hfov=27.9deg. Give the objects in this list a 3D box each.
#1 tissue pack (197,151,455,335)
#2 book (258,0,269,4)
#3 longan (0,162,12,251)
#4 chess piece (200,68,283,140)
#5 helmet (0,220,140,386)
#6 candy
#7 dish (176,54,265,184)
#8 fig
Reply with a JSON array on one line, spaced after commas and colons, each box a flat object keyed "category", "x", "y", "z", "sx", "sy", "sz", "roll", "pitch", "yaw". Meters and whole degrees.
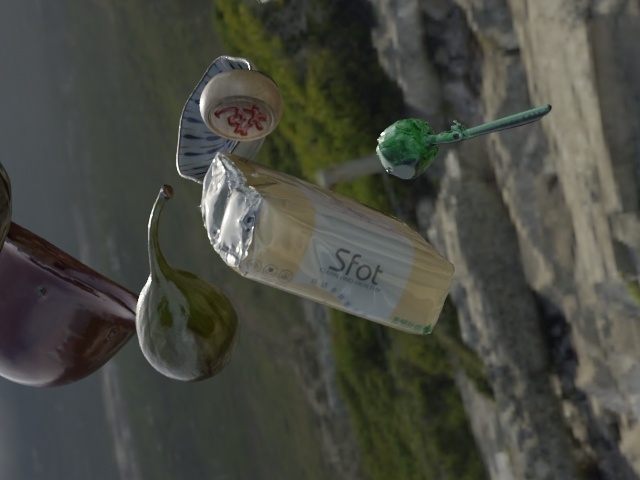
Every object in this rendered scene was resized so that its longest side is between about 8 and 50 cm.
[{"category": "tissue pack", "x": 0.000, "y": 0.000, "z": 1.251, "sx": 0.090, "sy": 0.222, "sz": 0.186, "roll": -64, "pitch": 23, "yaw": 10}, {"category": "book", "x": -0.118, "y": -0.366, "z": 1.303, "sx": 0.264, "sy": 0.027, "sz": 0.202, "roll": 53, "pitch": -167, "yaw": -13}, {"category": "longan", "x": -0.429, "y": -0.050, "z": 1.178, "sx": 0.243, "sy": 0.300, "sz": 0.300, "roll": -34, "pitch": 62, "yaw": 48}, {"category": "chess piece", "x": -0.079, "y": -0.136, "z": 1.298, "sx": 0.084, "sy": 0.083, "sz": 0.038, "roll": 98, "pitch": 171, "yaw": -57}, {"category": "helmet", "x": -0.469, "y": 0.127, "z": 2.140, "sx": 0.230, "sy": 0.337, "sz": 0.385, "roll": -56, "pitch": 33, "yaw": -1}, {"category": "candy", "x": 0.220, "y": -0.166, "z": 1.977, "sx": 0.323, "sy": 0.097, "sz": 0.097, "roll": -12, "pitch": 86, "yaw": 42}, {"category": "dish", "x": -0.119, "y": -0.154, "z": 1.737, "sx": 0.190, "sy": 0.066, "sz": 0.191, "roll": -29, "pitch": 53, "yaw": 45}, {"category": "fig", "x": -0.167, "y": 0.051, "z": 1.480, "sx": 0.124, "sy": 0.124, "sz": 0.236, "roll": -127, "pitch": 21, "yaw": -67}]
